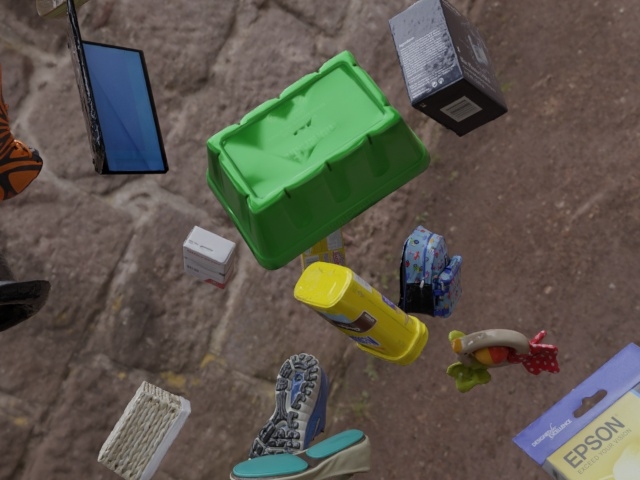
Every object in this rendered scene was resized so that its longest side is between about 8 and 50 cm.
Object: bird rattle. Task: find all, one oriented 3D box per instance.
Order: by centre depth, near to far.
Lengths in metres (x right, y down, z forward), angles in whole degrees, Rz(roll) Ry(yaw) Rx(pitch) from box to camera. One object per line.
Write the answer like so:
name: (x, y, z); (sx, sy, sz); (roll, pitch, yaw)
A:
bird rattle: (0.403, 0.259, 1.697); (0.253, 0.207, 0.143); (-7, 62, 27)

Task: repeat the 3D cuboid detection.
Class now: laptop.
laptop: (-0.317, -0.235, 1.206); (0.264, 0.137, 0.234); (158, 99, -70)

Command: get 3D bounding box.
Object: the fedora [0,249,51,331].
fedora: (-0.570, 0.071, 1.075); (0.334, 0.334, 0.152); (-34, 76, 47)

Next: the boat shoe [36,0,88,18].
boat shoe: (-0.438, -0.528, 1.490); (0.302, 0.098, 0.109); (-30, 66, 21)

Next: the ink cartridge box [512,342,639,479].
ink cartridge box: (0.526, 0.322, 1.214); (0.304, 0.072, 0.307); (-34, 47, -14)

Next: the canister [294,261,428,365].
canister: (0.057, 0.104, 1.087); (0.126, 0.170, 0.073); (10, 65, 57)

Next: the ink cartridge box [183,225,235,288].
ink cartridge box: (-0.237, 0.038, 1.607); (0.135, 0.099, 0.056); (108, -173, -62)

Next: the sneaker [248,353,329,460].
sneaker: (-0.049, 0.426, 1.657); (0.130, 0.147, 0.330); (9, 68, 34)

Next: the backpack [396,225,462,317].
backpack: (0.235, 0.060, 1.603); (0.158, 0.117, 0.173); (-38, -51, -59)

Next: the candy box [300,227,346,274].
candy box: (0.000, 0.000, 1.717); (0.027, 0.105, 0.206); (-160, 61, -69)

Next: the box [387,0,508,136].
box: (0.195, -0.266, 1.146); (0.093, 0.156, 0.158); (-26, 65, 31)

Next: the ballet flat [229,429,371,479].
ballet flat: (-0.024, 0.375, 1.203); (0.086, 0.248, 0.086); (29, 124, 57)

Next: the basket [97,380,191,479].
basket: (-0.330, 0.358, 1.407); (0.167, 0.103, 0.113); (-58, 9, -6)

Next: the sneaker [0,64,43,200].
sneaker: (-0.693, -0.237, 1.617); (0.125, 0.180, 0.321); (25, 105, 36)

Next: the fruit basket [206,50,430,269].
fruit basket: (-0.015, -0.139, 1.390); (0.392, 0.392, 0.283); (-47, 67, 30)
